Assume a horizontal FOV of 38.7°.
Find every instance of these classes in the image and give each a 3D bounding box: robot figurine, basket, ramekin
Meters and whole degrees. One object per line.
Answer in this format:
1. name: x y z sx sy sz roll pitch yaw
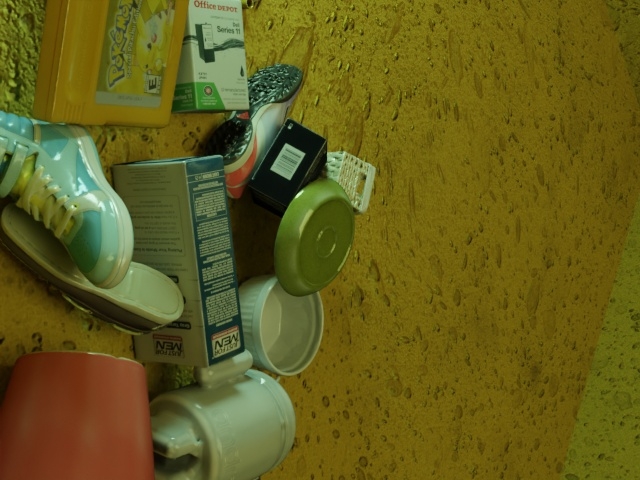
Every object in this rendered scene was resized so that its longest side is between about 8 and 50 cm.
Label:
1. robot figurine: -0.181 0.346 1.633 0.353 0.199 0.300 -11 113 -53
2. basket: 0.015 -0.120 1.924 0.103 0.167 0.113 30 67 -45
3. ramekin: -0.096 0.163 1.824 0.207 0.109 0.207 0 90 -53

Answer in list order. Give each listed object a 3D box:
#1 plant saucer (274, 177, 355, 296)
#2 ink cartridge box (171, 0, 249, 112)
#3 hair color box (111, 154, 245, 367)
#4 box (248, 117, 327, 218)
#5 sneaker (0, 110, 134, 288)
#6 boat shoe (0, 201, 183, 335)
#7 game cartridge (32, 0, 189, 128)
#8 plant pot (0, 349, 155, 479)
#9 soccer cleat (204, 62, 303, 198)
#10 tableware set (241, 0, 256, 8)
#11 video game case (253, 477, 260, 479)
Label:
1. plant saucer: 0.000 0.000 1.778 0.241 0.037 0.241 -30 129 -45
2. ink cartridge box: -0.215 -0.341 1.672 0.153 0.086 0.209 -12 99 -53
3. hair color box: -0.243 0.033 1.567 0.105 0.173 0.348 -16 104 -54
4. box: -0.061 -0.134 1.790 0.156 0.093 0.158 -60 175 -8
5. sneaker: -0.405 -0.062 1.307 0.208 0.319 0.127 12 125 -46
6. boat shoe: -0.373 0.054 1.438 0.324 0.096 0.117 32 41 -29
7. game cartridge: -0.319 -0.322 1.444 0.323 0.052 0.286 -17 119 -69
8. plant pot: -0.369 0.302 1.351 0.275 0.274 0.243 26 59 -51
9. soccer cleat: -0.125 -0.224 1.801 0.116 0.108 0.318 78 33 -49
10. tableware set: -0.160 -0.534 1.797 0.104 0.024 0.154 -40 122 -45
11. video game case: -0.198 0.545 1.747 0.232 0.041 0.210 -10 100 -53
